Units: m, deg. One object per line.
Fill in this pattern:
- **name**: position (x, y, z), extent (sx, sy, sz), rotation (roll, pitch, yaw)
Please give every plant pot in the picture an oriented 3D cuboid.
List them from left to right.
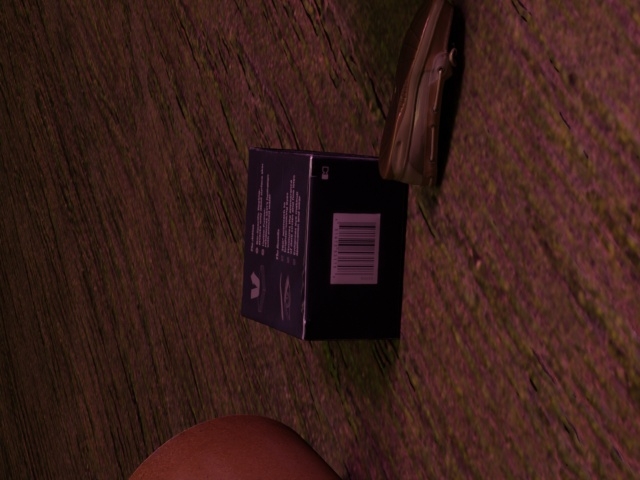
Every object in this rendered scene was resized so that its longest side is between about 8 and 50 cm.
- **plant pot**: position (-0.022, 0.296, 1.299), extent (0.254, 0.237, 0.237), rotation (25, 113, 51)

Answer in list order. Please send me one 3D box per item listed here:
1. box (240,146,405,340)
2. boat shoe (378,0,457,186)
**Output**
- **box**: position (0.000, 0.000, 1.394), extent (0.158, 0.093, 0.156), rotation (-166, 78, -67)
- **boat shoe**: position (0.086, -0.119, 1.268), extent (0.056, 0.048, 0.153), rotation (-128, 49, -75)
